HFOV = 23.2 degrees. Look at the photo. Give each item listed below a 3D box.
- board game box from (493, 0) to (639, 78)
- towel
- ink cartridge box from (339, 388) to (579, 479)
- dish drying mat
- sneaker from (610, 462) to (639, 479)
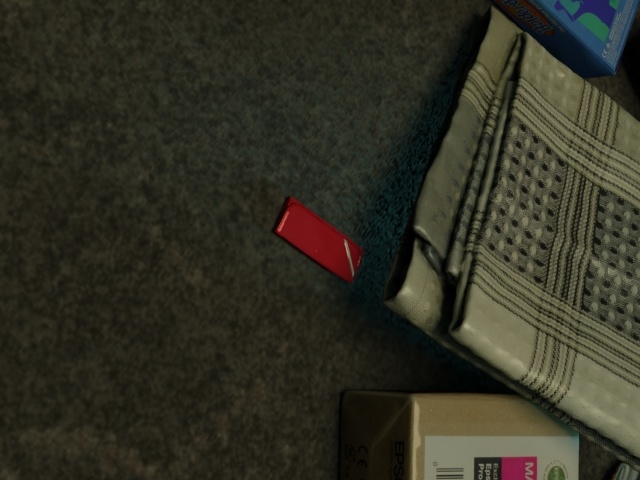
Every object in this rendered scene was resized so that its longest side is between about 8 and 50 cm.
[{"bbox_3d":[0.200,-0.262,1.340,0.210,0.047,0.160,36,66,-34],"label":"board game box"},{"bbox_3d":[0.217,0.002,1.264,0.324,0.056,0.312,33,57,-20],"label":"towel"},{"bbox_3d":[0.110,0.235,1.216,0.193,0.088,0.235,5,84,-39],"label":"ink cartridge box"},{"bbox_3d":[0.000,0.000,1.183,0.083,0.008,0.032,36,67,-34],"label":"dish drying mat"},{"bbox_3d":[0.304,0.251,1.343,0.262,0.121,0.099,-34,111,-50],"label":"sneaker"}]
